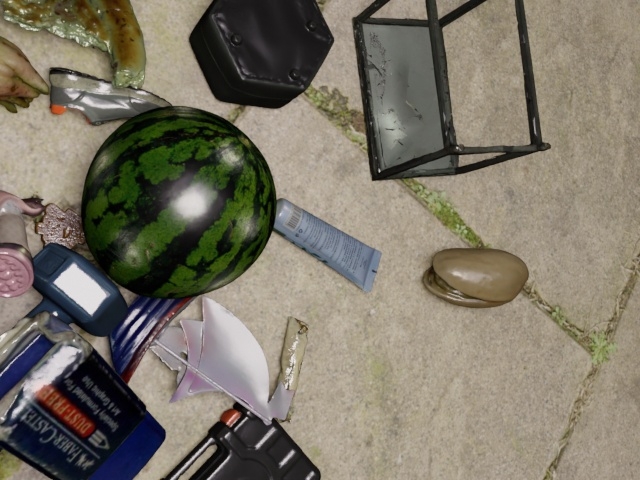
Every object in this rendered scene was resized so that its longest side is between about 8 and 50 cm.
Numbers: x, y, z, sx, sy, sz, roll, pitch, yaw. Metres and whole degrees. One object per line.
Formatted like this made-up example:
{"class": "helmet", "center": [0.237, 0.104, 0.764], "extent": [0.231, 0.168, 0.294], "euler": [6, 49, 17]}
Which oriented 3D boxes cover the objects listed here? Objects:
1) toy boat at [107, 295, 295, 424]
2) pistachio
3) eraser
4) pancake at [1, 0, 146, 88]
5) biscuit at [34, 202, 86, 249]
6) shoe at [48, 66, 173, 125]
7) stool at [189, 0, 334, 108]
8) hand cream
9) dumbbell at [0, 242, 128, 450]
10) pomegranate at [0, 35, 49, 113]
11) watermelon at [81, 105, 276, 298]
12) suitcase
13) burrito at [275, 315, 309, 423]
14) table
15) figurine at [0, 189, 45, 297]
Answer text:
{"class": "toy boat", "center": [-0.177, 0.164, 1.040], "extent": [0.319, 0.072, 0.219], "euler": [17, 68, -15]}
{"class": "pistachio", "center": [0.317, 0.072, 1.295], "extent": [0.226, 0.136, 0.135], "euler": [3, 83, -19]}
{"class": "eraser", "center": [-0.331, 0.238, 0.856], "extent": [0.155, 0.102, 0.332], "euler": [-49, 149, -24]}
{"class": "pancake", "center": [-0.400, -0.386, 0.984], "extent": [0.376, 0.054, 0.197], "euler": [44, 55, -4]}
{"class": "biscuit", "center": [-0.397, -0.019, 1.004], "extent": [0.092, 0.016, 0.082], "euler": [-1, 80, -27]}
{"class": "shoe", "center": [-0.339, -0.218, 1.031], "extent": [0.195, 0.074, 0.077], "euler": [12, 99, -26]}
{"class": "stool", "center": [-0.101, -0.348, 1.114], "extent": [0.232, 0.141, 0.232], "euler": [3, 83, -26]}
{"class": "hand cream", "center": [0.000, 0.000, 1.180], "extent": [0.271, 0.058, 0.091], "euler": [30, 61, -24]}
{"class": "dumbbell", "center": [-0.428, 0.159, 0.900], "extent": [0.144, 0.156, 0.316], "euler": [34, 68, 13]}
{"class": "pomegranate", "center": [-0.511, -0.274, 0.865], "extent": [0.277, 0.204, 0.221], "euler": [35, 90, -17]}
{"class": "watermelon", "center": [-0.208, -0.057, 0.957], "extent": [0.285, 0.285, 0.284], "euler": [3, 83, -26]}
{"class": "suitcase", "center": [-0.153, 0.423, 1.051], "extent": [0.285, 0.066, 0.206], "euler": [-43, 103, -24]}
{"class": "burrito", "center": [-0.055, 0.229, 1.137], "extent": [0.045, 0.041, 0.185], "euler": [37, 62, -63]}
{"class": "table", "center": [0.234, -0.304, 1.203], "extent": [0.223, 0.272, 0.334], "euler": [-6, 87, -27]}
{"class": "figurine", "center": [-0.525, -0.074, 0.780], "extent": [0.361, 0.253, 0.210], "euler": [60, 23, -51]}
